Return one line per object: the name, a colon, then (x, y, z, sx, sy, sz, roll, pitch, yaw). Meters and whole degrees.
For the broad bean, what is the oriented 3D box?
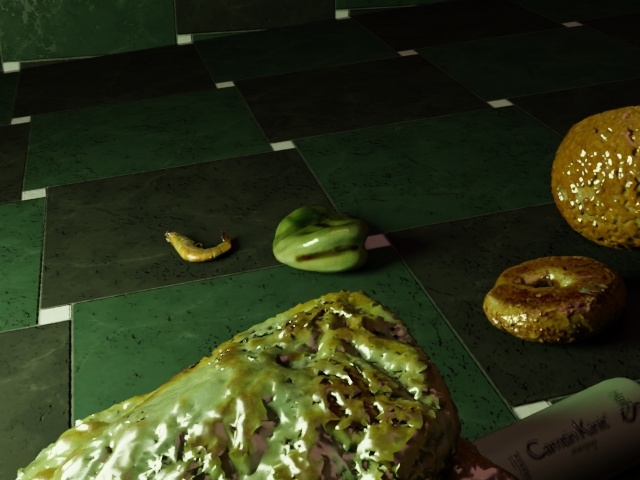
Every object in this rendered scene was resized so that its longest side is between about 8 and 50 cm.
broad bean: (0.000, -0.003, 1.455, 0.153, 0.072, 0.206, -13, 15, -20)

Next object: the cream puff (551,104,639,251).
cream puff: (0.481, -0.081, 1.334, 0.303, 0.212, 0.303, -3, -7, 0)

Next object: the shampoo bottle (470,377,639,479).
shampoo bottle: (0.242, 0.194, 0.891, 0.262, 0.085, 0.085, -17, 29, -24)

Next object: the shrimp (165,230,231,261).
shrimp: (-0.200, 0.003, 1.512, 0.127, 0.025, 0.091, 24, 38, 38)

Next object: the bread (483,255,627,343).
bread: (0.310, 0.078, 1.230, 0.193, 0.064, 0.193, -9, 22, 4)

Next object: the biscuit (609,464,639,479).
biscuit: (0.233, 0.280, 0.855, 0.261, 0.037, 0.262, -5, 26, 2)

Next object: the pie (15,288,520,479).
pie: (-0.082, 0.211, 0.776, 0.418, 0.180, 0.395, -25, 27, -14)
